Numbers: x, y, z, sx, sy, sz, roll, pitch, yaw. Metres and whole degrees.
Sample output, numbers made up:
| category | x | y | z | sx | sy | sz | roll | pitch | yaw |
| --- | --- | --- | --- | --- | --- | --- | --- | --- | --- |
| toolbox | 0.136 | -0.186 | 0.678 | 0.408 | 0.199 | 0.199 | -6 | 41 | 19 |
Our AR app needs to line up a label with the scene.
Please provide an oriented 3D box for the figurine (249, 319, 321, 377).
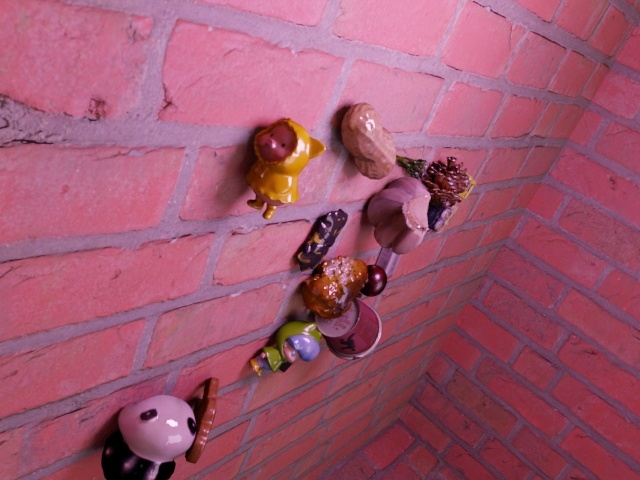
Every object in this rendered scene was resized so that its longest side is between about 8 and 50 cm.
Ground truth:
| category | x | y | z | sx | sy | sz | roll | pitch | yaw |
| --- | --- | --- | --- | --- | --- | --- | --- | --- | --- |
| figurine | -0.117 | 0.370 | 1.924 | 0.263 | 0.143 | 0.162 | -29 | 141 | -7 |

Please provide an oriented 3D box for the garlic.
| category | x | y | z | sx | sy | sz | roll | pitch | yaw |
| --- | --- | --- | --- | --- | --- | --- | --- | --- | --- |
| garlic | 0.273 | -0.082 | 1.882 | 0.210 | 0.237 | 0.292 | -27 | -179 | -24 |

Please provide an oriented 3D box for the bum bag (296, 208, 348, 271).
| category | x | y | z | sx | sy | sz | roll | pitch | yaw |
| --- | --- | --- | --- | --- | --- | --- | --- | --- | --- |
| bum bag | 0.000 | 0.000 | 1.733 | 0.106 | 0.060 | 0.233 | 24 | 101 | -53 |

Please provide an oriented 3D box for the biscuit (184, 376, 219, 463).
| category | x | y | z | sx | sy | sz | roll | pitch | yaw |
| --- | --- | --- | --- | --- | --- | --- | --- | --- | --- |
| biscuit | -0.348 | 0.535 | 1.658 | 0.295 | 0.044 | 0.186 | -100 | -146 | -67 |

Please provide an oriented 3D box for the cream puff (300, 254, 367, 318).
| category | x | y | z | sx | sy | sz | roll | pitch | yaw |
| --- | --- | --- | --- | --- | --- | --- | --- | --- | --- |
| cream puff | 0.048 | 0.162 | 1.894 | 0.269 | 0.155 | 0.241 | 14 | 107 | -59 |

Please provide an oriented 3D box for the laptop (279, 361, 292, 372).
| category | x | y | z | sx | sy | sz | roll | pitch | yaw |
| --- | --- | --- | --- | --- | --- | --- | --- | --- | --- |
| laptop | -0.120 | 0.426 | 2.101 | 0.129 | 0.016 | 0.180 | -46 | 153 | -9 |

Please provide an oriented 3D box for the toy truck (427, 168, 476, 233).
| category | x | y | z | sx | sy | sz | roll | pitch | yaw |
| --- | --- | --- | --- | --- | --- | --- | --- | --- | --- |
| toy truck | 0.498 | -0.153 | 2.223 | 0.157 | 0.124 | 0.272 | 8 | 116 | -58 |

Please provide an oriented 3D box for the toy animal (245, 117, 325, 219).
| category | x | y | z | sx | sy | sz | roll | pitch | yaw |
| --- | --- | --- | --- | --- | --- | --- | --- | --- | --- |
| toy animal | -0.094 | -0.164 | 1.304 | 0.156 | 0.156 | 0.230 | 0 | 125 | -56 |

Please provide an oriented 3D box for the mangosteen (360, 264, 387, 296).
| category | x | y | z | sx | sy | sz | roll | pitch | yaw |
| --- | --- | --- | --- | --- | --- | --- | --- | --- | --- |
| mangosteen | 0.182 | 0.152 | 2.137 | 0.140 | 0.140 | 0.140 | -37 | 149 | -27 |

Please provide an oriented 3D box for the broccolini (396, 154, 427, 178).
| category | x | y | z | sx | sy | sz | roll | pitch | yaw |
| --- | --- | --- | --- | --- | --- | --- | --- | --- | --- |
| broccolini | 0.290 | -0.265 | 1.896 | 0.201 | 0.058 | 0.074 | 19 | 93 | -45 |

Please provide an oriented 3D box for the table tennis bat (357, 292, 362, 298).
| category | x | y | z | sx | sy | sz | roll | pitch | yaw |
| --- | --- | --- | --- | --- | --- | --- | --- | --- | --- |
| table tennis bat | 0.122 | 0.212 | 2.213 | 0.098 | 0.019 | 0.154 | -58 | 149 | 9 |

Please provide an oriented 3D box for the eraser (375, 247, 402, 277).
| category | x | y | z | sx | sy | sz | roll | pitch | yaw |
| --- | --- | --- | --- | --- | --- | --- | --- | --- | --- |
| eraser | 0.283 | 0.039 | 2.205 | 0.089 | 0.061 | 0.352 | -22 | 139 | -44 |

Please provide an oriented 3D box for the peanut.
| category | x | y | z | sx | sy | sz | roll | pitch | yaw |
| --- | --- | --- | --- | --- | --- | --- | --- | --- | --- |
| peanut | 0.136 | -0.274 | 1.558 | 0.298 | 0.120 | 0.136 | 46 | 59 | -61 |

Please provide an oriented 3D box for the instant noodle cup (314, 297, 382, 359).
| category | x | y | z | sx | sy | sz | roll | pitch | yaw |
| --- | --- | --- | --- | --- | --- | --- | --- | --- | --- |
| instant noodle cup | 0.093 | 0.302 | 2.072 | 0.235 | 0.234 | 0.178 | -48 | 143 | -8 |

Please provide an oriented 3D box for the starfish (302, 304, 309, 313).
| category | x | y | z | sx | sy | sz | roll | pitch | yaw |
| --- | --- | --- | --- | --- | --- | --- | --- | --- | --- |
| starfish | -0.029 | 0.225 | 2.001 | 0.086 | 0.016 | 0.092 | 16 | 107 | -58 |

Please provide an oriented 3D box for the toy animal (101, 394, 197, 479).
| category | x | y | z | sx | sy | sz | roll | pitch | yaw |
| --- | --- | --- | --- | --- | --- | --- | --- | --- | --- |
| toy animal | -0.463 | 0.537 | 1.527 | 0.267 | 0.212 | 0.212 | -58 | 152 | 4 |

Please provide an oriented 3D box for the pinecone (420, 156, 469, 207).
| category | x | y | z | sx | sy | sz | roll | pitch | yaw |
| --- | --- | --- | --- | --- | --- | --- | --- | --- | --- |
| pinecone | 0.452 | -0.214 | 2.061 | 0.179 | 0.150 | 0.195 | 17 | 109 | -42 |
